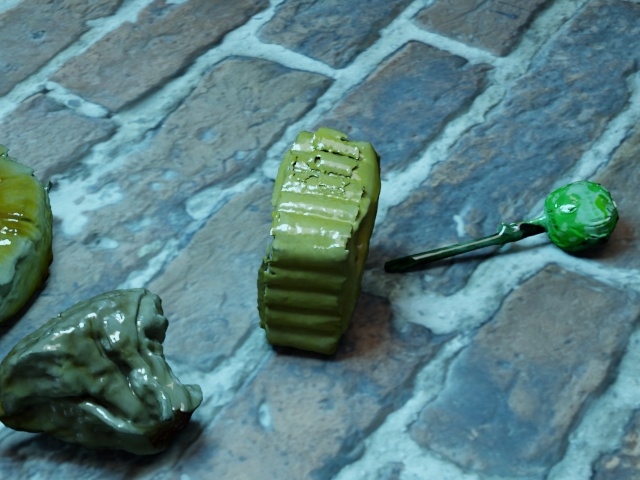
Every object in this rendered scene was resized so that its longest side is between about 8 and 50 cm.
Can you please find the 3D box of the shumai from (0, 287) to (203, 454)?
[{"bbox_3d":[-0.248,0.168,1.768,0.218,0.184,0.185,-15,39,-39],"label":"shumai"}]

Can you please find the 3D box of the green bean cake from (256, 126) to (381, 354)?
[{"bbox_3d":[0.000,0.000,1.916,0.131,0.230,0.224,11,46,5],"label":"green bean cake"}]

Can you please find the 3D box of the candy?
[{"bbox_3d":[0.242,-0.006,2.033,0.323,0.097,0.097,-14,44,-3],"label":"candy"}]

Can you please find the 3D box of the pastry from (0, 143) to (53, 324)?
[{"bbox_3d":[-0.507,0.002,1.995,0.329,0.136,0.330,-1,44,1],"label":"pastry"}]
